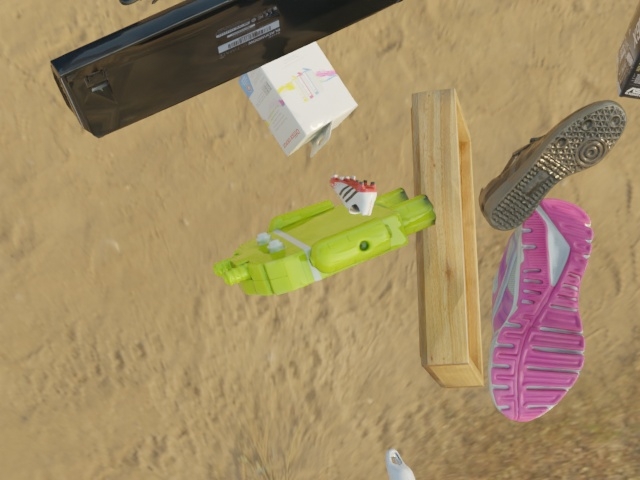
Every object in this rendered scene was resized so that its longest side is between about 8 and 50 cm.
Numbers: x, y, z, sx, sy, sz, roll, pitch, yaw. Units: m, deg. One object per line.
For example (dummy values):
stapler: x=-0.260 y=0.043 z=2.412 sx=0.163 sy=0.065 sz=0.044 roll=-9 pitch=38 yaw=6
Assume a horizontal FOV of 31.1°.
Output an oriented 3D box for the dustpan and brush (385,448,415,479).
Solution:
dustpan and brush: x=0.105 y=0.278 z=1.000 sx=0.147 sy=0.060 sz=0.211 roll=-5 pitch=71 yaw=-36

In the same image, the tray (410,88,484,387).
tray: x=0.190 y=0.003 z=1.733 sx=0.076 sy=0.203 sz=0.410 roll=-6 pitch=73 yaw=13

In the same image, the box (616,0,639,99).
box: x=0.523 y=-0.244 z=1.316 sx=0.308 sy=0.242 sz=0.076 roll=9 pitch=57 yaw=1

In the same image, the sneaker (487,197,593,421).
sneaker: x=0.246 y=0.084 z=1.317 sx=0.103 sy=0.111 sz=0.252 roll=15 pitch=79 yaw=-3

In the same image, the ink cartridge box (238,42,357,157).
ink cartridge box: x=-0.027 y=-0.188 z=1.527 sx=0.090 sy=0.092 sz=0.143 roll=-33 pitch=89 yaw=-22

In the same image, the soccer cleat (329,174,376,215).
soccer cleat: x=0.030 y=-0.045 z=1.134 sx=0.029 sy=0.083 sz=0.035 roll=2 pitch=99 yaw=-27

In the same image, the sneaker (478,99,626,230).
sneaker: x=0.244 y=-0.094 z=1.256 sx=0.188 sy=0.071 sz=0.066 roll=-41 pitch=120 yaw=14

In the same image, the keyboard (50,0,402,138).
keyboard: x=-0.066 y=-0.194 z=0.918 sx=0.317 sy=0.201 sz=0.033 roll=-26 pitch=70 yaw=-9

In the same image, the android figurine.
android figurine: x=0.000 y=0.000 z=1.436 sx=0.273 sy=0.248 sz=0.056 roll=-20 pitch=103 yaw=-11
